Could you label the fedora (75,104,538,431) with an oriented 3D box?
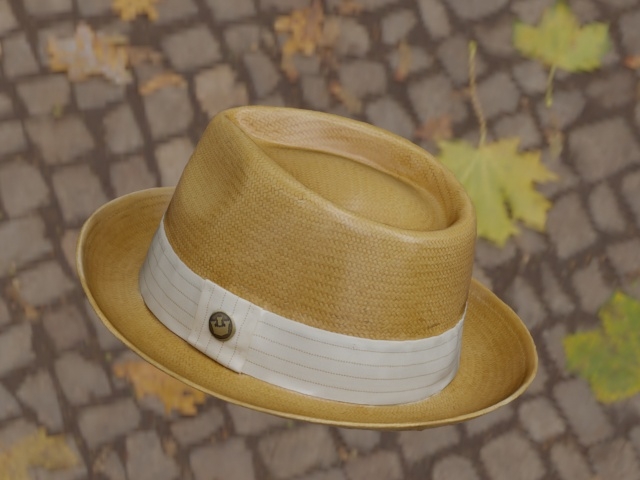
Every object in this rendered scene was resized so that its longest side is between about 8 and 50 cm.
[{"bbox_3d":[0.000,0.000,0.736,0.194,0.079,0.194,12,25,-5],"label":"fedora"}]
